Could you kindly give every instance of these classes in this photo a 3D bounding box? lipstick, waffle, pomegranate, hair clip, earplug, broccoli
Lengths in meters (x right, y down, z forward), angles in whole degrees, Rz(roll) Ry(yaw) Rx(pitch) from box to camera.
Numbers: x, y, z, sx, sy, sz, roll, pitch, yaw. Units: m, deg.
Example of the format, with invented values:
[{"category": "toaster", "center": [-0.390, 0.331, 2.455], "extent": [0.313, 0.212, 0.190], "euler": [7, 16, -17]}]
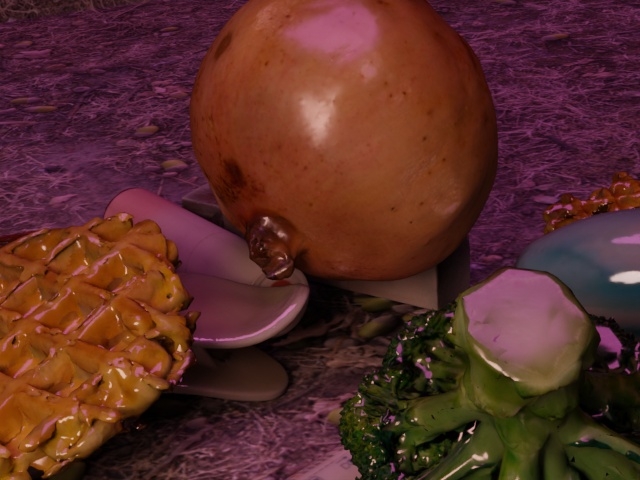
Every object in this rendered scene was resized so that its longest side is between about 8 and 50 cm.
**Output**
[{"category": "lipstick", "center": [0.000, 0.000, 1.612], "extent": [0.372, 0.076, 0.080], "euler": [13, 29, 35]}, {"category": "waffle", "center": [0.423, -0.021, 1.603], "extent": [0.293, 0.069, 0.260], "euler": [19, 34, 40]}, {"category": "waffle", "center": [-0.293, 0.110, 1.255], "extent": [0.380, 0.095, 0.382], "euler": [-20, 32, 2]}, {"category": "pomegranate", "center": [0.013, -0.098, 1.386], "extent": [0.338, 0.338, 0.338], "euler": [-3, 23, 2]}, {"category": "lipstick", "center": [-0.141, 0.020, 1.576], "extent": [0.087, 0.087, 0.327], "euler": [-19, 27, -31]}, {"category": "hair clip", "center": [-0.147, 0.102, 1.356], "extent": [0.282, 0.113, 0.172], "euler": [-1, 23, 9]}, {"category": "earplug", "center": [0.354, 0.041, 1.371], "extent": [0.324, 0.185, 0.185], "euler": [-3, 22, 19]}, {"category": "broccoli", "center": [0.156, 0.153, 0.998], "extent": [0.298, 0.297, 0.297], "euler": [-3, 58, 5]}]

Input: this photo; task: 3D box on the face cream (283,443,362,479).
[{"category": "face cream", "center": [-0.020, 0.233, 1.076], "extent": [0.082, 0.082, 0.269], "euler": [17, 32, 40]}]

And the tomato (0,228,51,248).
[{"category": "tomato", "center": [-0.321, 0.036, 1.530], "extent": [0.228, 0.101, 0.228], "euler": [-6, 12, 1]}]
